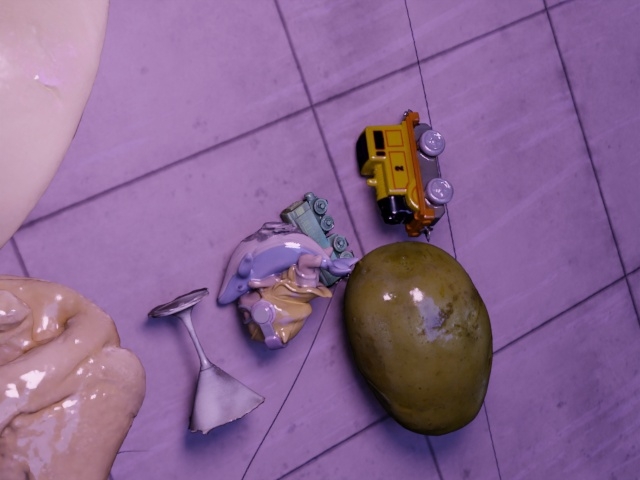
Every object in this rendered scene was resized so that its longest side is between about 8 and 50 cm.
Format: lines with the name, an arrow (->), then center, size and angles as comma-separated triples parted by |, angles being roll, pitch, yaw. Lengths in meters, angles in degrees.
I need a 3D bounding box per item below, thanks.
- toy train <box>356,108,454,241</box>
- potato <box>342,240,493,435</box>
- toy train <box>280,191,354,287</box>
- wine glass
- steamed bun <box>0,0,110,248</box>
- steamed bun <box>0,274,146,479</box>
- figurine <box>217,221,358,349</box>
toy train -> 0.126, -0.100, 1.783 | 0.127, 0.089, 0.219 | -2, 71, -15
potato -> 0.151, 0.147, 1.762 | 0.216, 0.216, 0.304 | -22, 99, -28
toy train -> 0.000, 0.000, 1.766 | 0.071, 0.038, 0.148 | -36, 108, -22
wine glass -> -0.164, 0.165, 1.632 | 0.122, 0.122, 0.183 | -26, 100, -27
steamed bun -> -0.451, -0.194, 1.355 | 0.371, 0.290, 0.456 | 26, 79, -29
steamed bun -> -0.400, 0.207, 1.357 | 0.230, 0.372, 0.324 | 19, 61, -55
figurine -> -0.049, 0.062, 1.675 | 0.208, 0.128, 0.183 | -10, 98, 11
